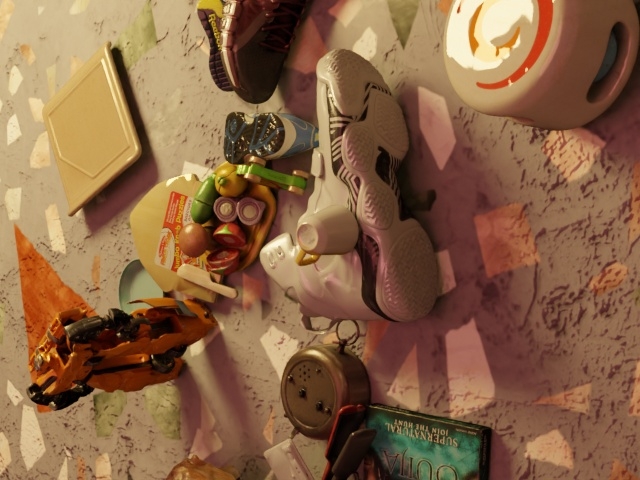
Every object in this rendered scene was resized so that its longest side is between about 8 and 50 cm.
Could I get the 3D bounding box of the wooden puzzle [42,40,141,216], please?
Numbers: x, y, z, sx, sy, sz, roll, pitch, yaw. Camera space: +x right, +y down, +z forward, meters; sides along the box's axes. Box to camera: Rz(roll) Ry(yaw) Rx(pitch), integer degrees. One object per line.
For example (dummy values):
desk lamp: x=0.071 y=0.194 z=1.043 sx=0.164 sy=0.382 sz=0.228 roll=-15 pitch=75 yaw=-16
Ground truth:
wooden puzzle: x=-0.392 y=-0.189 z=1.859 sx=0.221 sy=0.044 sz=0.239 roll=-33 pitch=64 yaw=38

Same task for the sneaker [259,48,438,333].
sneaker: x=0.014 y=-0.055 z=1.417 sx=0.210 sy=0.137 sz=0.366 roll=-20 pitch=80 yaw=38

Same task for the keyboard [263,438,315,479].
keyboard: x=0.004 y=0.392 z=1.470 sx=0.256 sy=0.014 sz=0.072 roll=60 pitch=143 yaw=6

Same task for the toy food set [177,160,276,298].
toy food set: x=-0.151 y=-0.019 z=1.594 sx=0.128 sy=0.071 sz=0.218 roll=29 pitch=105 yaw=25

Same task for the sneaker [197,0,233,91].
sneaker: x=-0.144 y=-0.297 z=1.623 sx=0.053 sy=0.059 sz=0.144 roll=-7 pitch=103 yaw=12

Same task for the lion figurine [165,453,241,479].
lion figurine: x=-0.184 y=0.519 z=1.570 sx=0.240 sy=0.142 sz=0.392 roll=32 pitch=107 yaw=11

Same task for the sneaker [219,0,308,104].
sneaker: x=-0.048 y=-0.333 z=1.497 sx=0.162 sy=0.106 sz=0.281 roll=4 pitch=93 yaw=39

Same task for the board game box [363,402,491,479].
board game box: x=0.134 y=0.287 z=1.388 sx=0.186 sy=0.026 sz=0.126 roll=4 pitch=93 yaw=42

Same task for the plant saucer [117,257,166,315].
plant saucer: x=-0.290 y=0.089 z=1.776 sx=0.119 sy=0.021 sz=0.119 roll=1 pitch=92 yaw=43

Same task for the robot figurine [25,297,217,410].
robot figurine: x=-0.305 y=0.161 z=1.609 sx=0.211 sy=0.291 sz=0.085 roll=-53 pitch=58 yaw=28

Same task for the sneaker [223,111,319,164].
sneaker: x=-0.077 y=-0.145 z=1.547 sx=0.211 sy=0.081 sz=0.080 roll=16 pitch=103 yaw=59

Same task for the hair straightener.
hair straightener: x=0.026 y=0.329 z=1.445 sx=0.089 sy=0.047 sz=0.230 roll=59 pitch=137 yaw=43

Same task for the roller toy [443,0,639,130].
roller toy: x=0.245 y=-0.221 z=1.199 sx=0.209 sy=0.146 sz=0.191 roll=-31 pitch=61 yaw=44

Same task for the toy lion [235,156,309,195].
toy lion: x=-0.069 y=-0.087 z=1.512 sx=0.100 sy=0.096 sz=0.034 roll=16 pitch=84 yaw=-3

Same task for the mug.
mug: x=0.003 y=-0.001 z=1.311 sx=0.062 sy=0.064 sz=0.078 roll=14 pitch=107 yaw=35

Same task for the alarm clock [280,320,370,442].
alarm clock: x=0.009 y=0.191 z=1.481 sx=0.129 sy=0.064 sz=0.192 roll=33 pitch=109 yaw=37

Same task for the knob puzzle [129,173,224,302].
knob puzzle: x=-0.216 y=-0.012 z=1.688 sx=0.213 sy=0.030 sz=0.213 roll=1 pitch=92 yaw=29
